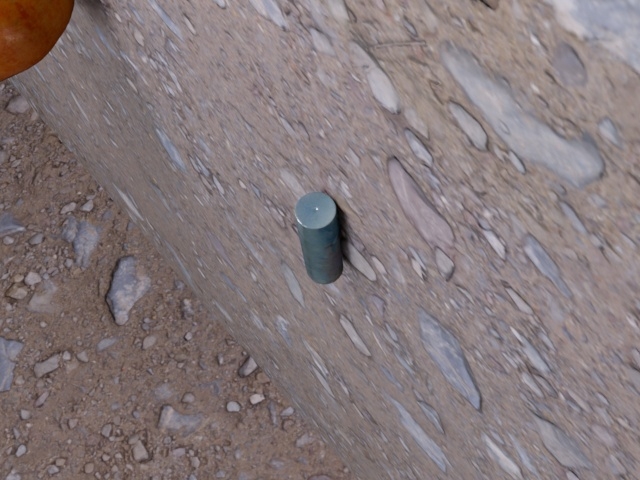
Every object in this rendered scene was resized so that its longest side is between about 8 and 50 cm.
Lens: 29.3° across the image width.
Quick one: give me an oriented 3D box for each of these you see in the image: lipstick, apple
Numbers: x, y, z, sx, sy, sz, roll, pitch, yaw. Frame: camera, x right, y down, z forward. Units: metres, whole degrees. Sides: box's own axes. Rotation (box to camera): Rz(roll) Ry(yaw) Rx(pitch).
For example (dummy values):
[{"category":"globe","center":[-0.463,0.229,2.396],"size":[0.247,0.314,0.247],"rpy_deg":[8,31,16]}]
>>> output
[{"category":"lipstick","center":[0.000,0.000,1.416],"size":[0.048,0.048,0.158],"rpy_deg":[49,167,22]},{"category":"apple","center":[-0.492,-0.358,1.753],"size":[0.275,0.299,0.299],"rpy_deg":[45,177,-43]}]
